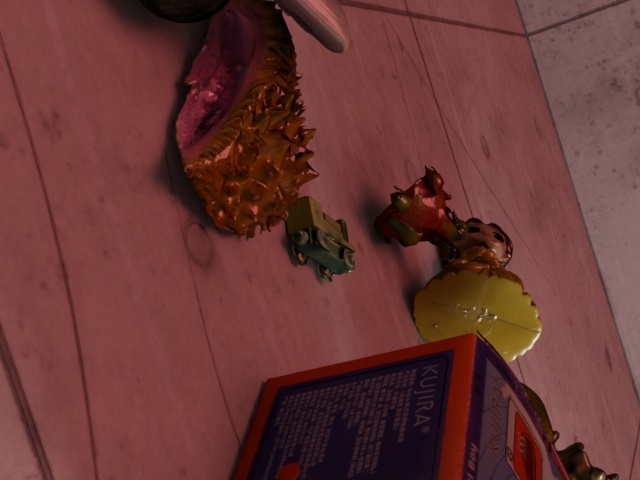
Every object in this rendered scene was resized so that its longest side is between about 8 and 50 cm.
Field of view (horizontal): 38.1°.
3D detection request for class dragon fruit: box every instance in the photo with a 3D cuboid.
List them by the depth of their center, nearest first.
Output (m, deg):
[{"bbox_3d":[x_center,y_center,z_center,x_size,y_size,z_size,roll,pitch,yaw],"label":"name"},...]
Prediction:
[{"bbox_3d":[0.155,-0.040,1.374,0.175,0.138,0.142,37,40,-18],"label":"dragon fruit"}]

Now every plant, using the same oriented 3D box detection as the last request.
[{"bbox_3d":[0.342,0.479,1.513,0.180,0.251,0.333,16,97,-41],"label":"plant"}]

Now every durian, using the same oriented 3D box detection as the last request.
[{"bbox_3d":[-0.059,-0.141,1.021,0.191,0.112,0.341,50,31,-37],"label":"durian"}]

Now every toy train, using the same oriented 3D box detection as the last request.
[{"bbox_3d":[0.000,0.000,1.139,0.122,0.050,0.081,33,39,-54],"label":"toy train"}]

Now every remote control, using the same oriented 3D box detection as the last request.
[{"bbox_3d":[-0.042,-0.304,1.056,0.109,0.055,0.313,37,13,-32],"label":"remote control"}]

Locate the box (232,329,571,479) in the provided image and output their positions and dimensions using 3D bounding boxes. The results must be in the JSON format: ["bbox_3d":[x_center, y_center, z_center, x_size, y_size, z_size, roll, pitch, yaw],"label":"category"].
[{"bbox_3d":[0.085,0.327,0.859,0.318,0.257,0.348,59,28,-26],"label":"box"}]

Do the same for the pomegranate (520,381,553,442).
[{"bbox_3d":[0.208,0.276,1.232,0.246,0.198,0.198,7,69,-61],"label":"pomegranate"}]

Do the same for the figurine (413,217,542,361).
[{"bbox_3d":[0.260,0.051,1.531,0.315,0.187,0.168,-69,147,-63],"label":"figurine"}]

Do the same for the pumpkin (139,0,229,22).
[{"bbox_3d":[-0.145,-0.300,0.921,0.167,0.125,0.167,42,41,-51],"label":"pumpkin"}]
